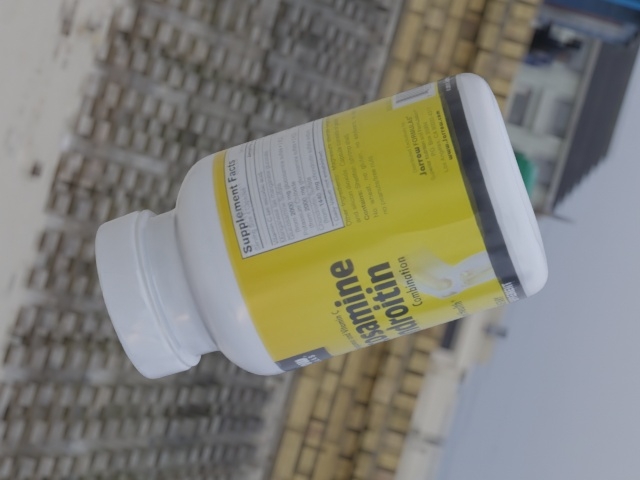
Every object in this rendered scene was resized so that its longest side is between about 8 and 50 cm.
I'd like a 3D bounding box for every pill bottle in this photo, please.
[{"bbox_3d":[0.000,0.000,0.798,0.103,0.184,0.103,-18,90,-81],"label":"pill bottle"}]
